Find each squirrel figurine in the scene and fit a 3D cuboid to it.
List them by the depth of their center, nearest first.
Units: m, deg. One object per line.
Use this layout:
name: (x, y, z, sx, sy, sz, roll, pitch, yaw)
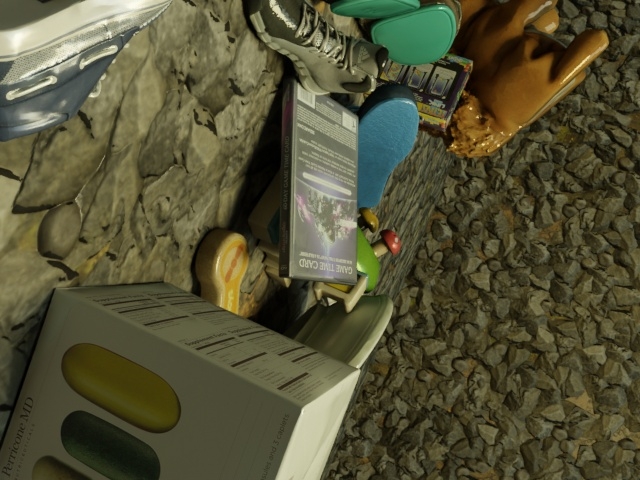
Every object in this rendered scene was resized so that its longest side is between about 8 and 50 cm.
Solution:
squirrel figurine: (0.324, -0.392, 1.301, 0.397, 0.370, 0.281, -43, 171, 17)

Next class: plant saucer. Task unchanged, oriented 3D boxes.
plant saucer: (-0.038, 0.224, 1.114, 0.400, 0.100, 0.400, -48, -178, 2)

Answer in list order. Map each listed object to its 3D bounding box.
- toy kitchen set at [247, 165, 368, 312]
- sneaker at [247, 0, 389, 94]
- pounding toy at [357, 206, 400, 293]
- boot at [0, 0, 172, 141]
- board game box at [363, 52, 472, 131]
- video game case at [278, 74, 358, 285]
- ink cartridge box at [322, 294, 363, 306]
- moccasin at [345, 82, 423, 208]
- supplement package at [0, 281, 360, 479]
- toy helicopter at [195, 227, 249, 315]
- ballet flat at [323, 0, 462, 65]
toy kitchen set: (0.000, 0.000, 0.983, 0.122, 0.166, 0.207, -61, 162, -23)
sneaker: (0.015, -0.246, 0.744, 0.228, 0.132, 0.086, 31, 76, -64)
pounding toy: (0.086, 0.001, 1.191, 0.110, 0.183, 0.237, -31, 171, 2)
boot: (-0.174, -0.148, 0.449, 0.190, 0.069, 0.086, -42, 158, -40)
board game box: (0.190, -0.306, 1.193, 0.141, 0.170, 0.048, -64, 165, -11)
video game case: (0.003, -0.077, 0.898, 0.196, 0.026, 0.274, 13, 77, -59)
ink cartridge box: (0.045, 0.102, 1.386, 0.088, 0.052, 0.122, -26, 152, -6)
moccasin: (0.082, -0.182, 1.123, 0.342, 0.137, 0.117, 118, -25, -61)
supplement package: (-0.133, 0.183, 0.622, 0.199, 0.262, 0.198, -70, 163, 4)
toy helicopter: (-0.156, 0.160, 0.835, 0.235, 0.140, 0.355, -16, 116, -59)
ballet flat: (0.114, -0.394, 0.920, 0.483, 0.164, 0.182, -16, 100, -68)
